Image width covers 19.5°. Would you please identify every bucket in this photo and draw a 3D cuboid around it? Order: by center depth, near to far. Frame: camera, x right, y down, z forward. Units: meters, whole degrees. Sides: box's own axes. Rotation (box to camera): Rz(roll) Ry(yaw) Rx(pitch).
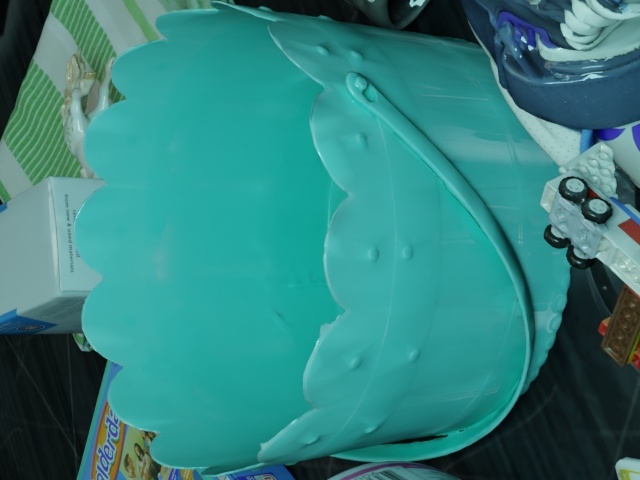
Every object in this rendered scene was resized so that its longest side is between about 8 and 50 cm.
[{"bbox_3d":[0.000,0.000,1.072,0.281,0.183,0.281,4,95,56],"label":"bucket"}]

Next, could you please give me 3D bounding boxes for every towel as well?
[{"bbox_3d":[-0.171,-0.108,1.445,0.248,0.038,0.325,55,134,39],"label":"towel"}]

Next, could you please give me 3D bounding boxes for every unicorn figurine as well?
[{"bbox_3d":[-0.159,-0.059,1.356,0.162,0.060,0.111,-105,33,-48],"label":"unicorn figurine"}]

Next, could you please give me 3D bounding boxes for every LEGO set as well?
[{"bbox_3d":[0.176,0.046,0.737,0.182,0.060,0.244,0,113,57],"label":"LEGO set"}]

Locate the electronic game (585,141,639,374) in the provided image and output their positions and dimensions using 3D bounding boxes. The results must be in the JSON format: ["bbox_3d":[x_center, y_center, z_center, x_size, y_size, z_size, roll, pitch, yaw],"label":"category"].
[{"bbox_3d":[0.202,-0.031,0.894,0.229,0.048,0.229,-18,68,55],"label":"electronic game"}]

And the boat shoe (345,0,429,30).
[{"bbox_3d":[0.092,-0.237,1.009,0.095,0.112,0.335,58,144,11],"label":"boat shoe"}]

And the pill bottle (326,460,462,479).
[{"bbox_3d":[0.086,0.219,0.934,0.283,0.160,0.160,-161,73,-66],"label":"pill bottle"}]

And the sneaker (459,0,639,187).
[{"bbox_3d":[0.138,-0.111,0.795,0.236,0.130,0.323,61,176,-28],"label":"sneaker"}]

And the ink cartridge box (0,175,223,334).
[{"bbox_3d":[-0.121,0.014,1.242,0.139,0.190,0.082,-22,72,53],"label":"ink cartridge box"}]

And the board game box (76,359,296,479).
[{"bbox_3d":[-0.102,0.182,1.347,0.210,0.047,0.160,45,128,44],"label":"board game box"}]
